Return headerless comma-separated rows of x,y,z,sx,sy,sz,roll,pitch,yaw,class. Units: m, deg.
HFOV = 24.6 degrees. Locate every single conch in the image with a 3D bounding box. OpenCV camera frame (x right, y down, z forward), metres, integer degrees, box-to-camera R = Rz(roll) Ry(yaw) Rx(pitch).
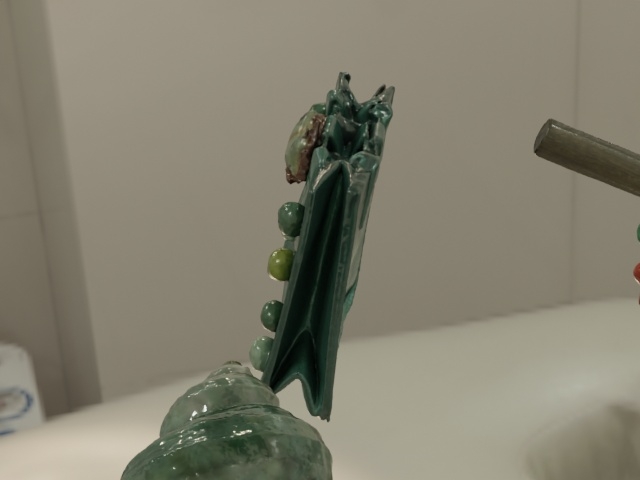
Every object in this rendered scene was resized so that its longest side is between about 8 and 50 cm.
-0.053,0.214,1.076,0.220,0.195,0.277,-14,60,0,conch

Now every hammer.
0.359,-0.028,1.294,0.365,0.111,0.043,20,29,-9,hammer

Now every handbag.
-0.005,0.001,1.430,0.100,0.274,0.269,12,32,3,handbag

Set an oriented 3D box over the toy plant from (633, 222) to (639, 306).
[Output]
0.519,0.029,1.489,0.400,0.279,0.185,9,2,25,toy plant
